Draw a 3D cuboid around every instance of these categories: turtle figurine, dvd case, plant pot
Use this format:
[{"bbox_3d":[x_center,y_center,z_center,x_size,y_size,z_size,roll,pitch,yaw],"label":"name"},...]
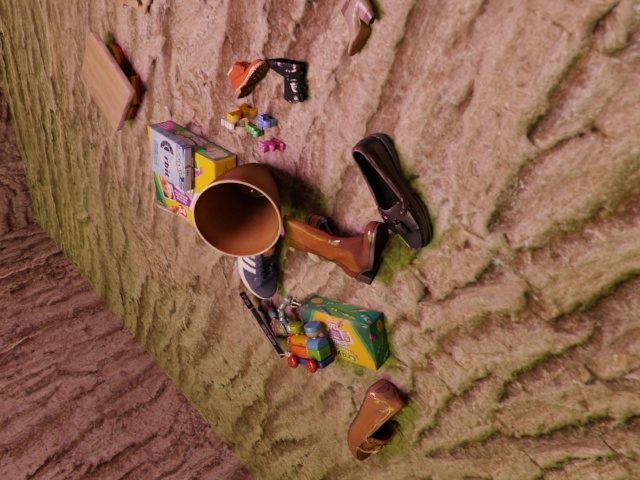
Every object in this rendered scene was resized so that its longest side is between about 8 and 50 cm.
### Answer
[{"bbox_3d":[-0.127,0.285,1.542,0.234,0.118,0.175,10,116,49],"label":"turtle figurine"},{"bbox_3d":[-0.221,0.315,1.628,0.238,0.030,0.179,63,166,-21],"label":"dvd case"},{"bbox_3d":[-0.211,-0.121,1.240,0.237,0.254,0.237,2,125,4],"label":"plant pot"}]

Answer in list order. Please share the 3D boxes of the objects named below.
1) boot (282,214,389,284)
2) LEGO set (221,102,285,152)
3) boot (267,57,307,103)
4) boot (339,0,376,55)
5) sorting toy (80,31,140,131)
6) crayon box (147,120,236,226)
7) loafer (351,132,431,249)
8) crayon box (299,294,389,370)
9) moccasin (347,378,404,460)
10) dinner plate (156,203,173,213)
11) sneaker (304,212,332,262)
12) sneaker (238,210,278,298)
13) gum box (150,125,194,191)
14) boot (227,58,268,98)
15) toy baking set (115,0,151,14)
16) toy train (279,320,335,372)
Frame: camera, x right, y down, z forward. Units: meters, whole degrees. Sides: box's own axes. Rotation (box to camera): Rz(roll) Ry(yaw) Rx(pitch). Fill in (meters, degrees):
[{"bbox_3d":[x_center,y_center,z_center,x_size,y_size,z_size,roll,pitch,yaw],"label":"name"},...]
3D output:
[{"bbox_3d":[0.031,-0.013,1.143,0.281,0.096,0.264,26,159,13],"label":"boot"},{"bbox_3d":[-0.213,-0.333,1.243,0.227,0.093,0.087,33,133,25],"label":"LEGO set"},{"bbox_3d":[-0.086,-0.411,1.112,0.121,0.045,0.099,24,133,31],"label":"boot"},{"bbox_3d":[0.070,-0.473,0.928,0.087,0.042,0.118,54,138,13],"label":"boot"},{"bbox_3d":[-0.775,-0.593,1.624,0.255,0.089,0.257,-33,90,49],"label":"sorting toy"},{"bbox_3d":[-0.457,-0.216,1.543,0.363,0.106,0.313,30,132,28],"label":"crayon box"},{"bbox_3d":[0.160,-0.102,1.027,0.109,0.095,0.302,-19,101,48],"label":"loafer"},{"bbox_3d":[0.073,0.285,1.368,0.279,0.081,0.165,8,120,41],"label":"crayon box"},{"bbox_3d":[0.192,0.626,1.442,0.147,0.139,0.380,39,127,32],"label":"moccasin"},{"bbox_3d":[-0.581,-0.121,1.722,0.141,0.141,0.017,26,93,30],"label":"dinner plate"},{"bbox_3d":[0.000,0.000,1.275,0.075,0.057,0.161,18,123,43],"label":"sneaker"},{"bbox_3d":[-0.193,0.046,1.435,0.148,0.131,0.349,9,120,46],"label":"sneaker"},{"bbox_3d":[-0.493,-0.271,1.437,0.184,0.041,0.156,32,129,25],"label":"gum box"},{"bbox_3d":[-0.205,-0.464,1.184,0.158,0.059,0.084,-22,94,50],"label":"boot"},{"bbox_3d":[-0.583,-0.818,1.347,0.196,0.030,0.256,50,138,12],"label":"toy baking set"},{"bbox_3d":[-0.073,0.328,1.404,0.248,0.105,0.143,-3,103,45],"label":"toy train"}]
